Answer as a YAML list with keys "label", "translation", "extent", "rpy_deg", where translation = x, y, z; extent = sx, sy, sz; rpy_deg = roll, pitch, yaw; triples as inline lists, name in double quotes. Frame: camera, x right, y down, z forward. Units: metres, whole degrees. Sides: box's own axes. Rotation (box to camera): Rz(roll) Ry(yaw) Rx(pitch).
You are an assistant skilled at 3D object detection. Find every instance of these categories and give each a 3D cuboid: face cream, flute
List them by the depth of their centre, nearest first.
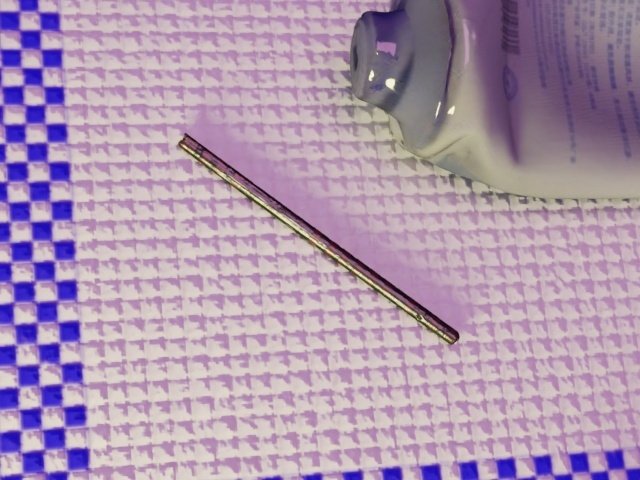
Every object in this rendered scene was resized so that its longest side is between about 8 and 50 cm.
- label: "flute"
  translation: [0.000, 0.000, 1.104]
  extent: [0.269, 0.014, 0.014]
  rpy_deg: [36, 67, -2]
- label: "face cream"
  translation: [0.225, -0.144, 1.153]
  extent: [0.420, 0.137, 0.235]
  rpy_deg: [-1, 84, -19]
